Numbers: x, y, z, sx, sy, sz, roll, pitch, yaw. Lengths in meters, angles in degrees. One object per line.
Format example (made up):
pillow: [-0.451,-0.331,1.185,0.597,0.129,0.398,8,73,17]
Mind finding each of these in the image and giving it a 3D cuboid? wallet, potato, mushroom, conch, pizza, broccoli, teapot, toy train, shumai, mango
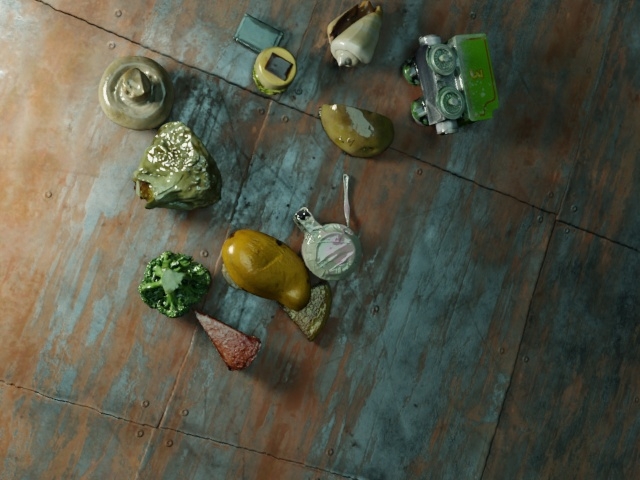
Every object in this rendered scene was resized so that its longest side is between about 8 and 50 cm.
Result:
wallet: [-0.183,-0.600,1.863,0.129,0.026,0.088,24,90,-15]
potato: [0.110,-0.324,1.898,0.243,0.098,0.138,10,88,-13]
mushroom: [-0.492,-0.399,1.695,0.204,0.204,0.204,0,89,-14]
conch: [0.111,-0.607,1.906,0.158,0.127,0.255,28,57,17]
pizza: [-0.056,0.207,1.876,0.176,0.036,0.184,6,90,-12]
broccoli: [-0.400,0.119,1.730,0.196,0.156,0.195,2,82,-18]
teapot: [-0.004,0.014,1.826,0.222,0.178,0.163,24,90,-14]
toy train: [0.405,-0.480,1.943,0.249,0.173,0.307,-11,91,-23]
shumai: [-0.404,-0.177,1.719,0.218,0.189,0.255,-36,92,-14]
mango: [-0.150,0.083,1.801,0.295,0.120,0.177,38,67,-20]

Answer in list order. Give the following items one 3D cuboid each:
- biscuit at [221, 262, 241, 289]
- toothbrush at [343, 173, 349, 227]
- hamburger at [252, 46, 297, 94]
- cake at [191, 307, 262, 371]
biscuit: [-0.228,0.086,1.845,0.120,0.015,0.120,0,89,-14]
toothbrush: [0.081,-0.102,1.923,0.017,0.022,0.203,-2,89,-14]
hamburger: [-0.133,-0.494,1.844,0.127,0.081,0.141,10,90,-16]
cake: [-0.288,0.287,1.789,0.221,0.086,0.116,28,80,-13]
